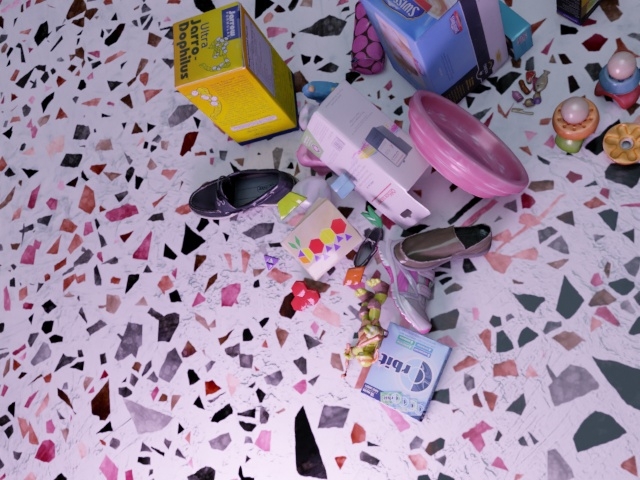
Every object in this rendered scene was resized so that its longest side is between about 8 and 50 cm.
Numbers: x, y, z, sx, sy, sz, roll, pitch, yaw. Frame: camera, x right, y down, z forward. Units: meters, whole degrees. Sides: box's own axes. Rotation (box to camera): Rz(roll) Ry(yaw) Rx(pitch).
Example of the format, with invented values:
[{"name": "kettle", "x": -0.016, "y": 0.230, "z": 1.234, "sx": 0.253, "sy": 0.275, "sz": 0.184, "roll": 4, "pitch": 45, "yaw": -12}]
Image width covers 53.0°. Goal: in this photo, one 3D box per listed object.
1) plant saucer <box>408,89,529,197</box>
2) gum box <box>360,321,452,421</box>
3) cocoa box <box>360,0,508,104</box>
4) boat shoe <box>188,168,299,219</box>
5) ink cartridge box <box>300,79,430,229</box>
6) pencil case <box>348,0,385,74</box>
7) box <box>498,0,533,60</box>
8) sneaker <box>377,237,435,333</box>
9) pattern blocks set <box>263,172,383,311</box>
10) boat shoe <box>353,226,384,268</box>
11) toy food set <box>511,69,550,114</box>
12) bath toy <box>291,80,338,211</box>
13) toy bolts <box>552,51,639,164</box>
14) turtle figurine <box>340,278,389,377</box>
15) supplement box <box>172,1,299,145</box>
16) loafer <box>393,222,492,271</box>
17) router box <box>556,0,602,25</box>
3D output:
[{"name": "plant saucer", "x": 0.327, "y": -0.212, "z": 1.480, "sx": 0.084, "sy": 0.332, "sz": 0.332, "roll": -51, "pitch": 62, "yaw": 28}, {"name": "gum box", "x": 0.201, "y": 0.307, "z": 1.512, "sx": 0.156, "sy": 0.041, "sz": 0.185, "roll": 22, "pitch": 84, "yaw": 25}, {"name": "cocoa box", "x": 0.280, "y": -0.518, "z": 1.552, "sx": 0.228, "sy": 0.347, "sz": 0.231, "roll": -42, "pitch": 63, "yaw": 5}, {"name": "boat shoe", "x": -0.230, "y": -0.136, "z": 1.765, "sx": 0.339, "sy": 0.113, "sz": 0.127, "roll": -2, "pitch": 75, "yaw": 20}, {"name": "ink cartridge box", "x": 0.133, "y": -0.196, "z": 1.549, "sx": 0.353, "sy": 0.207, "sz": 0.119, "roll": 41, "pitch": 74, "yaw": -2}, {"name": "pencil case", "x": 0.130, "y": -0.566, "z": 1.770, "sx": 0.098, "sy": 0.095, "sz": 0.210, "roll": -8, "pitch": 69, "yaw": 40}, {"name": "box", "x": 0.436, "y": -0.575, "z": 1.647, "sx": 0.060, "sy": 0.100, "sz": 0.244, "roll": -42, "pitch": 64, "yaw": 6}, {"name": "sneaker", "x": 0.223, "y": 0.095, "z": 1.531, "sx": 0.111, "sy": 0.103, "sz": 0.253, "roll": -23, "pitch": 69, "yaw": 15}, {"name": "pattern blocks set", "x": 0.000, "y": 0.000, "z": 1.613, "sx": 0.324, "sy": 0.026, "sz": 0.286, "roll": -33, "pitch": 90, "yaw": 20}, {"name": "boat shoe", "x": 0.121, "y": 0.017, "z": 1.628, "sx": 0.046, "sy": 0.038, "sz": 0.125, "roll": 31, "pitch": 87, "yaw": 25}, {"name": "toy food set", "x": 0.519, "y": -0.376, "z": 1.601, "sx": 0.077, "sy": 0.019, "sz": 0.122, "roll": 15, "pitch": 80, "yaw": 24}, {"name": "bath toy", "x": -0.003, "y": -0.238, "z": 1.705, "sx": 0.151, "sy": 0.129, "sz": 0.349, "roll": 9, "pitch": 81, "yaw": -14}, {"name": "toy bolts", "x": 0.663, "y": -0.305, "z": 1.449, "sx": 0.218, "sy": 0.158, "sz": 0.229, "roll": 30, "pitch": 87, "yaw": 25}, {"name": "turtle figurine", "x": 0.118, "y": 0.203, "z": 1.499, "sx": 0.087, "sy": 0.270, "sz": 0.218, "roll": 13, "pitch": 60, "yaw": -5}, {"name": "supplement box", "x": -0.216, "y": -0.428, "z": 1.710, "sx": 0.195, "sy": 0.356, "sz": 0.194, "roll": -12, "pitch": 70, "yaw": 17}, {"name": "loafer", "x": 0.288, "y": 0.001, "z": 1.487, "sx": 0.251, "sy": 0.087, "sz": 0.094, "roll": -13, "pitch": 60, "yaw": -16}, {"name": "router box", "x": 0.685, "y": -0.704, "z": 1.511, "sx": 0.081, "sy": 0.243, "sz": 0.309, "roll": 41, "pitch": 92, "yaw": 26}]
